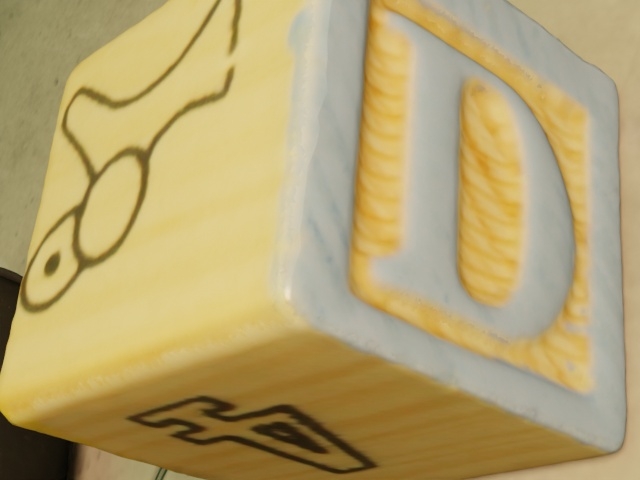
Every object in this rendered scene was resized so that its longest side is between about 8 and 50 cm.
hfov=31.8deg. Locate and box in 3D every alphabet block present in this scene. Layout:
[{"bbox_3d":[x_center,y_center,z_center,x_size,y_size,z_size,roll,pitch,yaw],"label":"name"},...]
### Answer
[{"bbox_3d":[0.000,0.000,0.504,0.197,0.193,0.192,-21,52,44],"label":"alphabet block"}]

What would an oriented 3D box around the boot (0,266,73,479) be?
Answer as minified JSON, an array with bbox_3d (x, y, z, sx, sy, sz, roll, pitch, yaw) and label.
[{"bbox_3d":[-0.131,0.192,0.579,0.445,0.146,0.367,-3,78,56],"label":"boot"}]
